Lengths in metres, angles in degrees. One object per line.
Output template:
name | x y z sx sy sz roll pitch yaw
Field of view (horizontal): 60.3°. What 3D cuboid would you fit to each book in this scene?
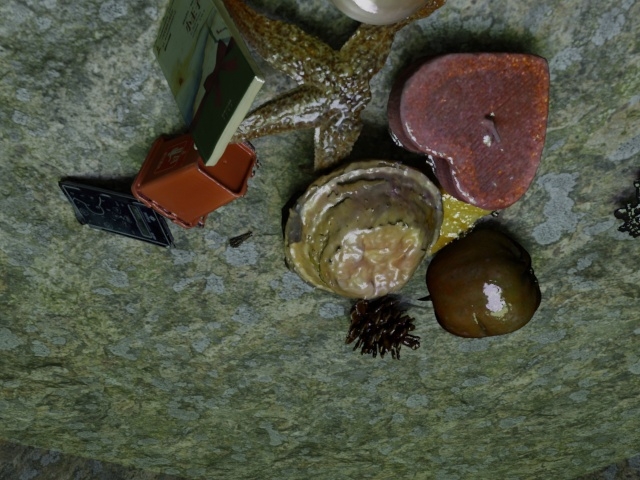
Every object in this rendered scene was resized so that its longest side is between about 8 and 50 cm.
book | -0.196 -0.294 0.917 0.026 0.289 0.201 -7 148 -42

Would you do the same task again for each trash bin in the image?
trash bin | -0.242 -0.127 1.124 0.238 0.161 0.184 -11 142 44

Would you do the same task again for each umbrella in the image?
umbrella | -0.204 0.000 1.408 0.083 0.020 0.031 -32 130 23

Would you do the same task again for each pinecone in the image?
pinecone | 0.181 0.252 1.575 0.212 0.169 0.185 6 153 12

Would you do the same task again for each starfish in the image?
starfish | -0.010 -0.281 0.983 0.383 0.132 0.398 11 123 -9

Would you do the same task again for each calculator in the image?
calculator | -0.468 -0.060 1.271 0.274 0.028 0.166 13 141 18

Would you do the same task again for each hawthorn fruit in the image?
hawthorn fruit | 0.383 0.121 1.370 0.301 0.268 0.268 -21 134 33

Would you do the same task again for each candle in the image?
candle | 0.301 -0.222 1.006 0.287 0.131 0.317 -42 107 1

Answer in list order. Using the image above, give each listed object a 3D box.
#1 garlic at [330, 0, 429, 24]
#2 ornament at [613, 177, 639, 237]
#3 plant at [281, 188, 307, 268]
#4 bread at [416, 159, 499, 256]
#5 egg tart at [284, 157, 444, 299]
garlic | 0.086 -0.445 0.838 0.228 0.110 0.217 13 117 -4
ornament | 0.806 -0.115 1.243 0.260 0.106 0.251 -4 131 17
plant | 0.000 0.000 1.291 0.204 0.178 0.234 -8 139 2
bread | 0.265 -0.093 1.213 0.147 0.160 0.260 31 135 -22
egg tart | 0.093 0.005 1.095 0.352 0.150 0.352 -8 132 -9
